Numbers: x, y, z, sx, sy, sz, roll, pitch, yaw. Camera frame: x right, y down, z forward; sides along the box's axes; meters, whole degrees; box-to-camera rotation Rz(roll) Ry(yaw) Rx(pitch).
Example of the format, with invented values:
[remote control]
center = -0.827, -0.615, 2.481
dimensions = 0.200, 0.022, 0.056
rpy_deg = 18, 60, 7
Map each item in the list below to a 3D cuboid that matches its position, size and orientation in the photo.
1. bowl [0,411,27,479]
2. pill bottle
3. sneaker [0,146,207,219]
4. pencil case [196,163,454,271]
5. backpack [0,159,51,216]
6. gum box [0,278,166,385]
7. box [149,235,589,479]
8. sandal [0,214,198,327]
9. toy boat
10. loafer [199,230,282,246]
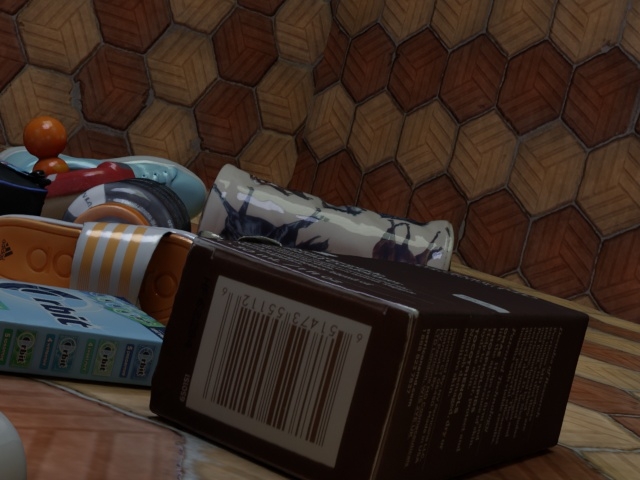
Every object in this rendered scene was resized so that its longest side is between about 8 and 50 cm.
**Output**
[bowl]
center = -0.219, 0.093, 0.502
dimensions = 0.142, 0.053, 0.142
rpy_deg = 17, 6, 16
[pill bottle]
center = -0.217, -0.003, 1.193
dimensions = 0.130, 0.130, 0.245
rpy_deg = 14, 4, -3
[sneaker]
center = -0.336, -0.064, 1.718
dimensions = 0.366, 0.135, 0.150
rpy_deg = 2, 18, -31
[pencil case]
center = 0.000, 0.000, 1.669
dimensions = 0.410, 0.160, 0.183
rpy_deg = 15, 13, 4
[backpack]
center = -0.413, -0.047, 1.192
dimensions = 0.173, 0.117, 0.158
rpy_deg = 19, 7, 42
[gum box]
center = -0.218, 0.070, 0.856
dimensions = 0.184, 0.041, 0.157
rpy_deg = 11, 6, -34
[box]
center = 0.064, 0.095, 0.868
dimensions = 0.191, 0.143, 0.381
rpy_deg = 17, 3, 30
[sandal]
center = -0.231, 0.030, 1.024
dimensions = 0.265, 0.102, 0.076
rpy_deg = 7, 3, 17
[toy boat]
center = -0.375, -0.096, 1.474
dimensions = 0.231, 0.151, 0.151
rpy_deg = -9, 0, 9
[loafer]
center = -0.065, 0.044, 1.357
dimensions = 0.102, 0.092, 0.268
rpy_deg = 18, 6, 40
